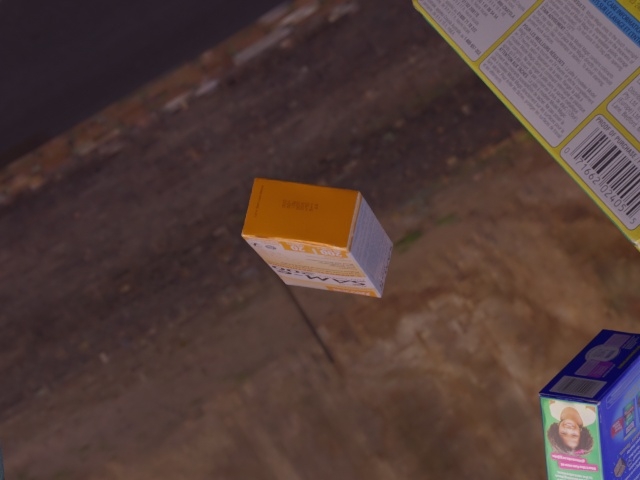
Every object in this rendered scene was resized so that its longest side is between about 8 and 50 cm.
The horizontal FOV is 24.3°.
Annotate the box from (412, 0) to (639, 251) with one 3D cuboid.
[{"bbox_3d":[0.117,-0.085,0.346,0.179,0.105,0.043,-45,140,12],"label":"box"}]

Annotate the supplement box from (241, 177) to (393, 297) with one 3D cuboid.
[{"bbox_3d":[0.000,0.000,0.839,0.062,0.036,0.098,8,165,17],"label":"supplement box"}]

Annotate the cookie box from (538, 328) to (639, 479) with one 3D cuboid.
[{"bbox_3d":[0.170,0.120,0.880,0.040,0.107,0.092,6,-155,35],"label":"cookie box"}]

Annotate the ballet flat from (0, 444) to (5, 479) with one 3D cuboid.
[{"bbox_3d":[-0.201,0.147,0.827,0.070,0.070,0.188,-28,132,-33],"label":"ballet flat"}]
